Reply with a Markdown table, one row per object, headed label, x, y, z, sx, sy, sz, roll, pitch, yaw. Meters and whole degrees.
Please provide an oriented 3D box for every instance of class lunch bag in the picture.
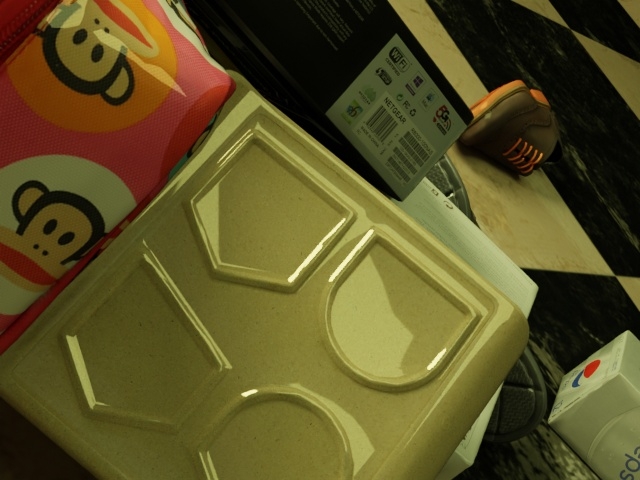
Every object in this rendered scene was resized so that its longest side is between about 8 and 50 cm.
| label | x | y | z | sx | sy | sz | roll | pitch | yaw |
| --- | --- | --- | --- | --- | --- | --- | --- | --- | --- |
| lunch bag | -0.177 | -0.048 | 0.464 | 0.120 | 0.258 | 0.293 | 44 | 6 | -30 |

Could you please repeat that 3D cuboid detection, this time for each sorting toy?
| label | x | y | z | sx | sy | sz | roll | pitch | yaw |
| --- | --- | --- | --- | --- | --- | --- | --- | --- | --- |
| sorting toy | -0.058 | 0.086 | 0.515 | 0.229 | 0.041 | 0.307 | 41 | 67 | -1 |

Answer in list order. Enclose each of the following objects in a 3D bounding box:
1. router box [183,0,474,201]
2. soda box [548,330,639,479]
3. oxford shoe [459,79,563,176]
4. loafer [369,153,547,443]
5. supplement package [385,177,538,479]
| label | x | y | z | sx | sy | sz | roll | pitch | yaw |
| --- | --- | --- | --- | --- | --- | --- | --- | --- | --- |
| router box | -0.067 | -0.178 | 0.674 | 0.309 | 0.081 | 0.243 | 45 | -6 | -39 |
| soda box | 0.350 | 0.228 | 0.975 | 0.286 | 0.091 | 0.098 | 47 | 29 | 0 |
| oxford shoe | 0.249 | -0.136 | 1.303 | 0.271 | 0.097 | 0.098 | -12 | 68 | -58 |
| loafer | 0.096 | 0.024 | 0.869 | 0.302 | 0.109 | 0.095 | 64 | 12 | -3 |
| supplement package | 0.037 | 0.076 | 0.700 | 0.134 | 0.139 | 0.244 | 44 | 30 | -1 |
